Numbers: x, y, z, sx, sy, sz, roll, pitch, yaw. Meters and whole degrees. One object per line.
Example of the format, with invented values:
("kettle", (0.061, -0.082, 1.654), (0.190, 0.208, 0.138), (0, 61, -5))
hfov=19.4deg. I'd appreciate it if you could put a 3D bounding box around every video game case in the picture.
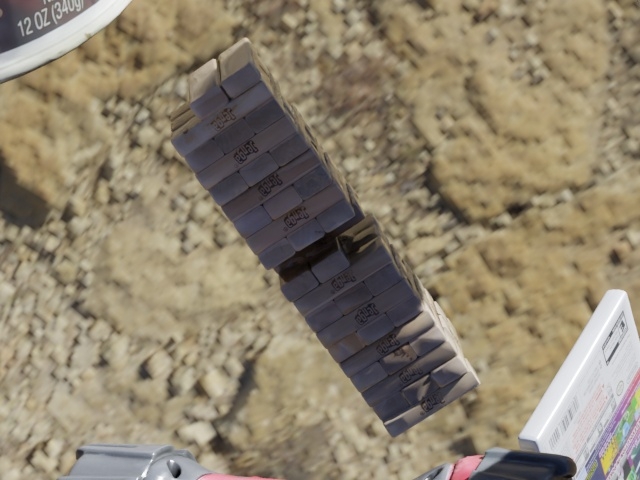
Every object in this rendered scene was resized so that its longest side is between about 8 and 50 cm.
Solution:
("video game case", (0.243, 0.175, 1.653), (0.201, 0.023, 0.183), (-52, 134, -40))

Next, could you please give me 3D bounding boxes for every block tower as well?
("block tower", (0.000, 0.000, 1.536), (0.091, 0.097, 0.335), (-33, 109, 8))

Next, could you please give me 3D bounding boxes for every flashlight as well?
("flashlight", (-0.006, 0.160, 1.062), (0.103, 0.304, 0.103), (-49, 136, -56))

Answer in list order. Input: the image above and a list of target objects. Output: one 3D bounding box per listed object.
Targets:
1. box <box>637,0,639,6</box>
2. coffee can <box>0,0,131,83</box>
("box", (0.287, -0.193, 0.609), (0.381, 0.143, 0.191), (-2, 55, 7))
("coffee can", (-0.179, -0.217, 0.704), (0.202, 0.275, 0.201), (-4, 40, 3))
